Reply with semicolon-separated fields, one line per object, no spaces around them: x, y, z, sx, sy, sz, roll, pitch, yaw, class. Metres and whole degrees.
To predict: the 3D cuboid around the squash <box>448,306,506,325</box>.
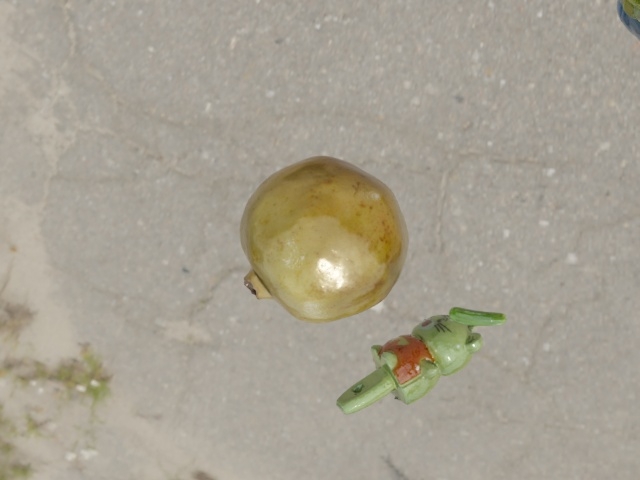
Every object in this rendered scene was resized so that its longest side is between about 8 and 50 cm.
0.240;0.117;1.595;0.089;0.027;0.027;7;139;5;squash

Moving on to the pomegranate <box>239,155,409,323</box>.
0.007;-0.004;1.363;0.233;0.233;0.233;10;139;8;pomegranate

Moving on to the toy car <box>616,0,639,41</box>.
0.492;-0.349;1.445;0.166;0.198;0.314;-30;151;-12;toy car

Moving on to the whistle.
0.153;0.212;1.790;0.106;0.288;0.131;67;166;-19;whistle
